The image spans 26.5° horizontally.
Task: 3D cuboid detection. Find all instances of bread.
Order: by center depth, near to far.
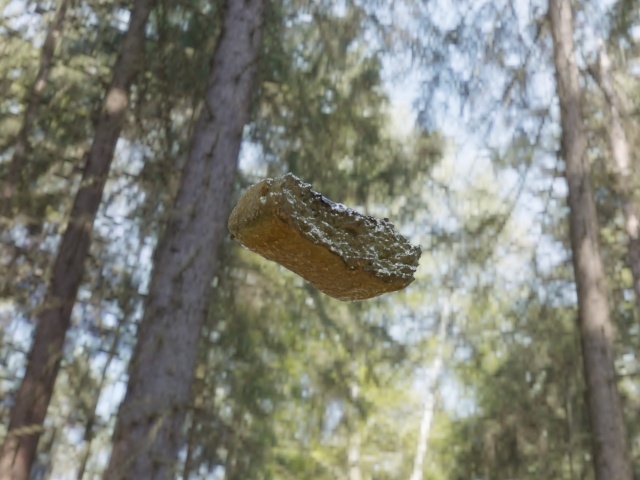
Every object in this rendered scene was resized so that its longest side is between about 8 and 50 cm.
[{"bbox_3d":[0.000,0.000,0.653,0.083,0.035,0.070,27,-20,-17],"label":"bread"}]
